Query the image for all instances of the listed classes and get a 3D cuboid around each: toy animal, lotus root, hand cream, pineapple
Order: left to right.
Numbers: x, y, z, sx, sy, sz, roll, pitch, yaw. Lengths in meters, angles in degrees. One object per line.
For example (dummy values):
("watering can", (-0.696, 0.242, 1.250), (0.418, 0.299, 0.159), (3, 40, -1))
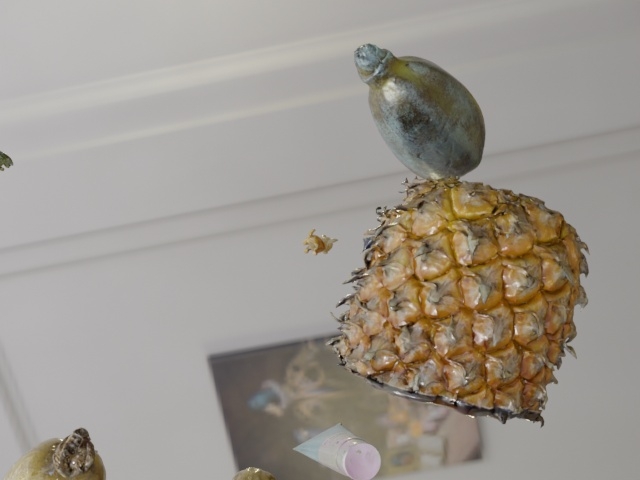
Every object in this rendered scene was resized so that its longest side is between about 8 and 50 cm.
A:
("lotus root", (-0.471, 0.444, 1.876), (0.343, 0.169, 0.151), (-50, 29, 38))
("toy animal", (0.000, 0.000, 2.498), (0.083, 0.060, 0.081), (-28, -62, -43))
("hand cream", (0.032, 0.394, 2.009), (0.070, 0.111, 0.312), (64, 167, -3))
("lotus root", (0.163, -0.203, 1.703), (0.140, 0.158, 0.322), (42, -178, 40))
("pineapple", (0.189, 0.073, 1.472), (0.352, 0.352, 0.300), (41, -117, -85))

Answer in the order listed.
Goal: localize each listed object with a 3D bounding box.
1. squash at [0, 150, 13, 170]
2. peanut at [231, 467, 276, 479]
("squash", (-0.579, -0.176, 1.478), (0.094, 0.341, 0.094), (-159, 90, -85))
("peanut", (-0.131, 0.545, 2.013), (0.120, 0.110, 0.236), (7, 91, 51))
